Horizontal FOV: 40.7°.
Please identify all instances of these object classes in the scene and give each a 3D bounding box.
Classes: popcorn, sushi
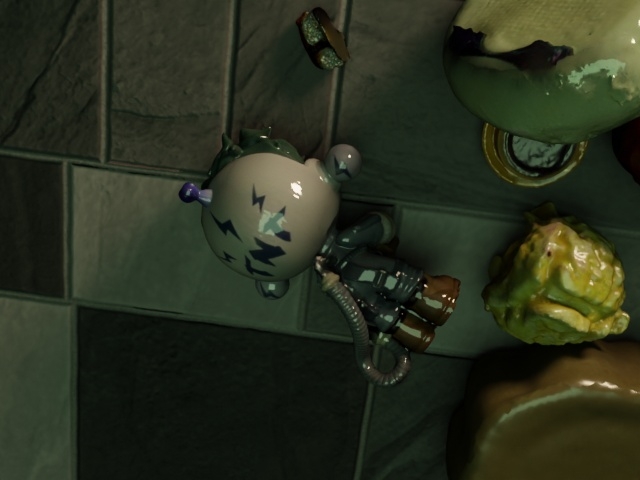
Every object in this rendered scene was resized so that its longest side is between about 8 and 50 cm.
[{"bbox_3d":[0.315,0.051,1.162,0.167,0.187,0.186,-2,107,-33],"label":"popcorn"},{"bbox_3d":[0.000,-0.263,1.132,0.046,0.044,0.083,-19,109,35],"label":"sushi"}]

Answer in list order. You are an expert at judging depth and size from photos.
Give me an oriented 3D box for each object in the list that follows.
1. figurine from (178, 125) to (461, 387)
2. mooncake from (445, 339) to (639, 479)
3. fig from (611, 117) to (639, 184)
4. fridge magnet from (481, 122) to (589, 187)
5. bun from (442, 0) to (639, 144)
[{"bbox_3d":[0.002,-0.004,1.158,0.381,0.186,0.261,30,106,-3],"label":"figurine"},{"bbox_3d":[0.368,0.309,1.253,0.378,0.201,0.379,0,113,0],"label":"mooncake"},{"bbox_3d":[0.487,-0.156,1.062,0.203,0.186,0.250,34,95,-22],"label":"fig"},{"bbox_3d":[0.285,-0.137,1.140,0.143,0.063,0.143,1,110,2],"label":"fridge magnet"},{"bbox_3d":[0.296,-0.214,1.009,0.293,0.293,0.187,-22,130,13],"label":"bun"}]
